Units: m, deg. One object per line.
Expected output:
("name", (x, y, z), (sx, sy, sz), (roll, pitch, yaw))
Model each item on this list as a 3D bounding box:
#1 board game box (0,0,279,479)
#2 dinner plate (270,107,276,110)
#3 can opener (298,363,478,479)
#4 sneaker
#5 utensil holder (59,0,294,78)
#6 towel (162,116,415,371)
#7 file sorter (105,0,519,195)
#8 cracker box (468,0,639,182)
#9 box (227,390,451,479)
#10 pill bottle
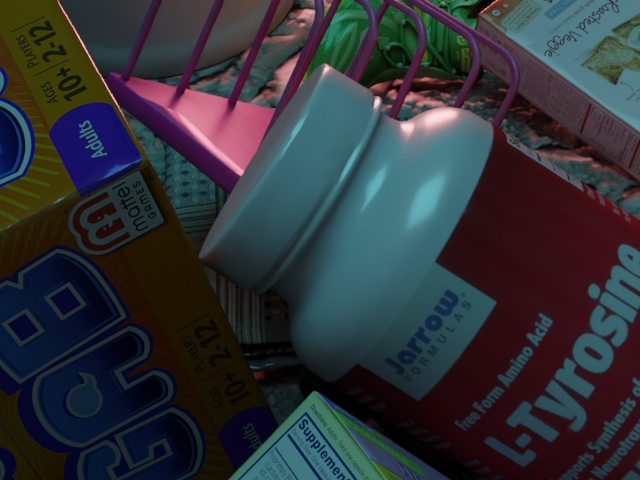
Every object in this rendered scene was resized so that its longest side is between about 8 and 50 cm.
("board game box", (-0.290, 0.035, 1.327), (0.356, 0.356, 0.356), (-28, 46, -6))
("dinner plate", (-0.076, -0.124, 1.704), (0.141, 0.017, 0.141), (-3, 5, 0))
("can opener", (0.062, 0.143, 1.419), (0.186, 0.073, 0.059), (34, 48, 25))
("sneaker", (0.110, -0.219, 1.754), (0.295, 0.109, 0.123), (-27, 42, -19))
("utensil holder", (-0.203, -0.425, 1.818), (0.327, 0.385, 0.328), (-4, 43, 4))
("towel", (0.000, 0.000, 1.594), (0.312, 0.056, 0.324), (-4, 41, 0))
("file sorter", (0.005, -0.142, 1.472), (0.290, 0.182, 0.202), (8, 23, -49))
("cracker box", (0.286, -0.179, 1.678), (0.232, 0.067, 0.155), (39, 59, 20))
("box", (-0.003, 0.255, 1.129), (0.243, 0.213, 0.117), (-46, 48, 7))
("pill bottle", (0.126, 0.048, 1.259), (0.407, 0.229, 0.229), (32, 48, -8))
